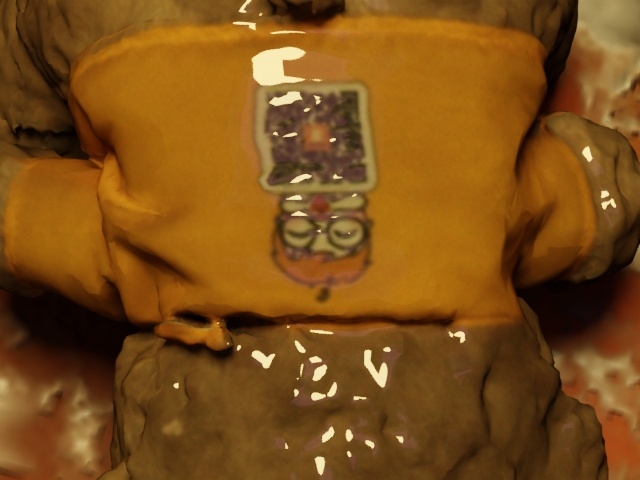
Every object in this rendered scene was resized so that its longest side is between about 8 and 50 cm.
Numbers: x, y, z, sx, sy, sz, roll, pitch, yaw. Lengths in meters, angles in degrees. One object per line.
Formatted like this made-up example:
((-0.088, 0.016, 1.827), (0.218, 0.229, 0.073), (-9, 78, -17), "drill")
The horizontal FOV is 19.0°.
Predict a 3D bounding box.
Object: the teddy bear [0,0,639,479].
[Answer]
((0.000, 0.000, 0.456), (0.177, 0.140, 0.190), (-6, 84, -9), "teddy bear")
